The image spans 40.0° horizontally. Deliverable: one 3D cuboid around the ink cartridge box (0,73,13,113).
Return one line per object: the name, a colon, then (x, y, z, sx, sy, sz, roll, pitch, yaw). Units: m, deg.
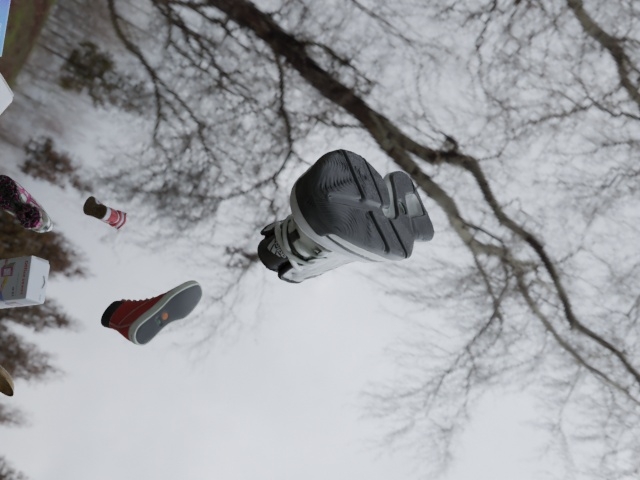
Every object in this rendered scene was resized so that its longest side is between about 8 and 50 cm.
ink cartridge box: (-0.744, -0.286, 1.751, 0.203, 0.086, 0.148, 14, -123, 21)

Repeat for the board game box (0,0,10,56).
board game box: (-0.786, -0.514, 1.759, 0.141, 0.291, 0.232, 23, -74, 36)

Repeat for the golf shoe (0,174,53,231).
golf shoe: (-0.714, -0.083, 2.099, 0.067, 0.186, 0.086, -46, 161, 1)

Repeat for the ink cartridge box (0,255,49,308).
ink cartridge box: (-0.601, 0.082, 1.728, 0.122, 0.052, 0.089, -7, -110, 24)

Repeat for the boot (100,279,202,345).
boot: (-0.437, 0.161, 2.252, 0.176, 0.088, 0.244, 18, -139, 39)

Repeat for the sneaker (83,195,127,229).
sneaker: (-0.453, -0.057, 1.854, 0.118, 0.067, 0.042, 27, -91, 50)

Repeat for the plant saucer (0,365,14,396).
plant saucer: (-0.568, 0.241, 1.552, 0.083, 0.083, 0.015, -28, -165, 52)

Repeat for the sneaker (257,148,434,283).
sneaker: (0.001, 0.001, 1.326, 0.257, 0.447, 0.169, -26, -100, 18)
